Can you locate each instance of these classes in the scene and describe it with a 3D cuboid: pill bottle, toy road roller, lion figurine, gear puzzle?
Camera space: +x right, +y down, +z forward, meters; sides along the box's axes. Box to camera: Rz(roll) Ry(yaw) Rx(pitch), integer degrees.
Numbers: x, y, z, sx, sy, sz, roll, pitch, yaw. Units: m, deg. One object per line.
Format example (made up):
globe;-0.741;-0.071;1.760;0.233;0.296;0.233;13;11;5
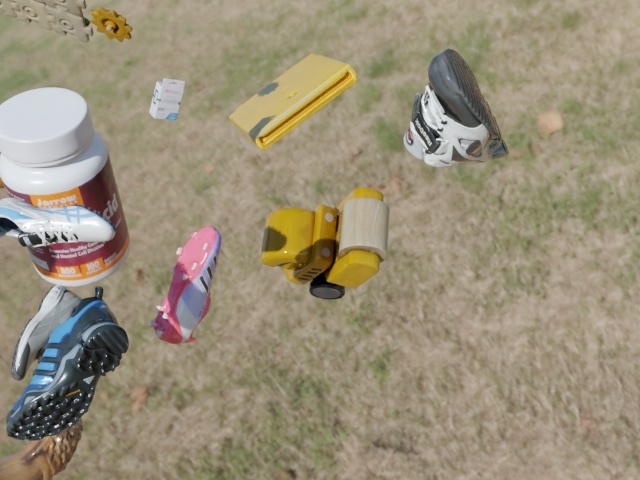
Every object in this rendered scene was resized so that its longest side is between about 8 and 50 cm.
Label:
pill bottle;-0.545;-0.109;1.790;0.224;0.392;0.224;-1;44;1
toy road roller;0.000;0.000;2.067;0.329;0.241;0.202;-38;42;55
lion figurine;-0.713;0.535;1.924;0.392;0.142;0.240;-33;-24;-54
gear puzzle;-0.516;-0.469;1.627;0.175;0.339;0.044;99;-168;-64

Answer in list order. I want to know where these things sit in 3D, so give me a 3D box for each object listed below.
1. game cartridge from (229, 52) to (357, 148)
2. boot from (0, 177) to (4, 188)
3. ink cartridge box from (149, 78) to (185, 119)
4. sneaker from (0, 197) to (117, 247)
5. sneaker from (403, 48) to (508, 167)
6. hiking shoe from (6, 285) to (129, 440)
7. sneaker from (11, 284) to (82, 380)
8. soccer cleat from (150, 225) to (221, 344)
game cartridge;-0.076;-0.350;2.080;0.285;0.052;0.323;-37;22;-3
boot;-0.726;-0.141;2.288;0.295;0.211;0.104;-27;-4;-12
ink cartridge box;-0.295;-0.277;1.629;0.048;0.083;0.028;1;33;-35
sneaker;-0.472;-0.019;1.480;0.237;0.085;0.086;6;57;12
sneaker;0.191;-0.175;1.291;0.146;0.330;0.122;-20;69;15
hiking shoe;-0.456;0.233;1.512;0.304;0.113;0.132;-46;44;12
sneaker;-0.665;0.227;2.061;0.100;0.108;0.271;-52;12;51
soccer cleat;-0.238;0.087;1.600;0.083;0.095;0.248;39;108;46
